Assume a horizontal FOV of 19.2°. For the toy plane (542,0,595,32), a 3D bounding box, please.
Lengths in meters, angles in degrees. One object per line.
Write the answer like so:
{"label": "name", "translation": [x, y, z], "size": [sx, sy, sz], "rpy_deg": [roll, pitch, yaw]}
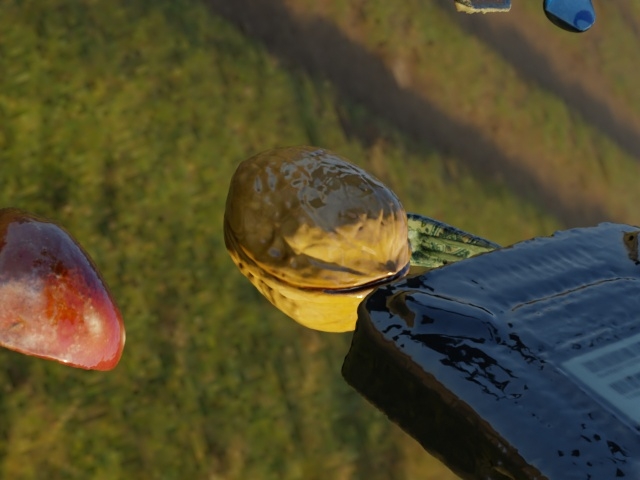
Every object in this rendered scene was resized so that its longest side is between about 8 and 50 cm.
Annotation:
{"label": "toy plane", "translation": [0.163, -0.279, 1.342], "size": [0.078, 0.169, 0.246], "rpy_deg": [137, -35, -73]}

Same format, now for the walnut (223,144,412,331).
{"label": "walnut", "translation": [0.000, 0.000, 1.598], "size": [0.180, 0.144, 0.144], "rpy_deg": [30, -5, 33]}

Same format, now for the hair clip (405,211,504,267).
{"label": "hair clip", "translation": [0.084, 0.006, 1.805], "size": [0.036, 0.229, 0.066], "rpy_deg": [-58, 151, -58]}

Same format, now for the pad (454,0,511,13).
{"label": "pad", "translation": [0.133, -0.346, 1.688], "size": [0.284, 0.018, 0.287], "rpy_deg": [-27, 111, -75]}

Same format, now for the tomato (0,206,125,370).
{"label": "tomato", "translation": [-0.305, 0.041, 1.973], "size": [0.200, 0.233, 0.140], "rpy_deg": [-135, -119, -77]}

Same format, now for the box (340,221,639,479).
{"label": "box", "translation": [0.234, 0.119, 1.320], "size": [0.359, 0.091, 0.350], "rpy_deg": [-14, 41, -42]}
